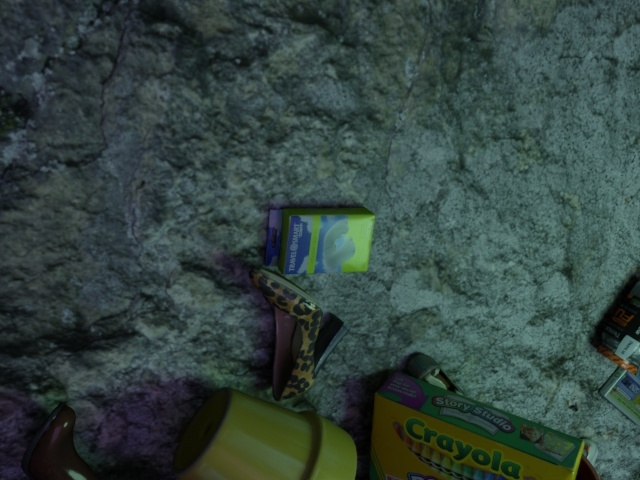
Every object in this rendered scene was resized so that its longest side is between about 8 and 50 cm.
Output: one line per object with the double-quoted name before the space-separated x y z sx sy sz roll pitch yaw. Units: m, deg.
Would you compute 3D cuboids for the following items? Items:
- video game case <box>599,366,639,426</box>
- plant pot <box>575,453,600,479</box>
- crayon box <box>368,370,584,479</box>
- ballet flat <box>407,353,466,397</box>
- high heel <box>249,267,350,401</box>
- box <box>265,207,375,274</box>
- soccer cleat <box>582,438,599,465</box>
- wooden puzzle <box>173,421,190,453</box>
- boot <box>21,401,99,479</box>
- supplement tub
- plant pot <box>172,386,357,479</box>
"video game case" 0.802 0.347 1.559 0.212 0.023 0.193 37 93 -31
"plant pot" 0.456 0.612 1.399 0.272 0.272 0.265 -15 123 -17
"crayon box" 0.271 0.453 1.188 0.106 0.363 0.313 -34 131 -51
"ballet flat" 0.248 0.312 1.287 0.072 0.068 0.213 -42 120 -2
"high heel" -0.074 0.167 1.073 0.186 0.093 0.261 -51 130 -4
"box" 0.000 0.000 1.073 0.178 0.042 0.109 -2 111 -23
"soccer cleat" 0.617 0.576 1.551 0.076 0.068 0.196 35 92 -33
"wooden puzzle" -0.218 0.380 1.151 0.116 0.014 0.078 39 93 -30
"boot" -0.327 0.402 1.001 0.280 0.096 0.264 19 105 0
"supplement tub" 0.708 0.193 1.404 0.117 0.117 0.190 28 97 -29
"plant pot" -0.107 0.378 1.077 0.239 0.254 0.254 38 93 -16
